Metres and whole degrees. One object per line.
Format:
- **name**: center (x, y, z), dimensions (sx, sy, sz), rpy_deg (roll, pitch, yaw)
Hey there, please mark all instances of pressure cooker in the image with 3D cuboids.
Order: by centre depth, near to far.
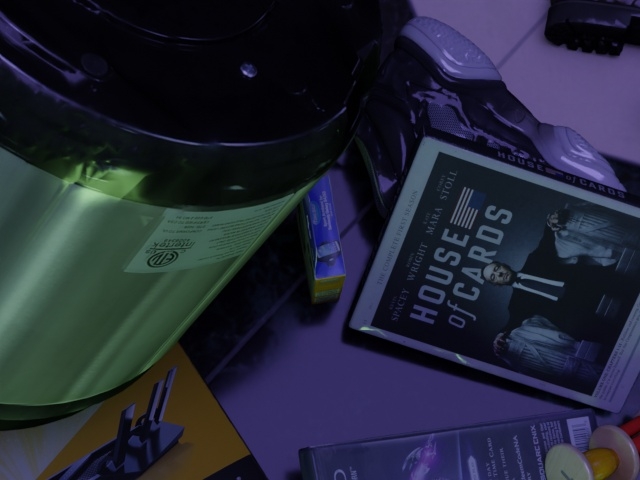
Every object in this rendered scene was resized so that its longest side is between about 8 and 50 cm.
- **pressure cooker**: center (-0.207, -0.078, 1.056), dimensions (0.369, 0.420, 0.376), rpy_deg (26, 46, -16)

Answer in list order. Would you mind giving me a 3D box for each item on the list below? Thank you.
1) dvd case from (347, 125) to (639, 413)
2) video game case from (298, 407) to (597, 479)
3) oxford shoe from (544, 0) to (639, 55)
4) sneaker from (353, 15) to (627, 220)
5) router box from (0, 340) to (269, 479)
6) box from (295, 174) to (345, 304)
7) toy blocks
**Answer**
- **dvd case**: center (0.162, 0.026, 1.267), dimensions (0.238, 0.029, 0.179), rpy_deg (18, 114, -6)
- **video game case**: center (0.120, 0.240, 1.222), dimensions (0.274, 0.026, 0.196), rpy_deg (-3, 77, -30)
- **oxford shoe**: center (0.311, -0.205, 1.359), dimensions (0.227, 0.083, 0.096), rpy_deg (10, 73, -3)
- **sneaker**: center (0.130, -0.048, 1.310), dimensions (0.268, 0.101, 0.153), rpy_deg (43, 85, 6)
- **router box**: center (-0.215, 0.193, 1.200), dimensions (0.308, 0.081, 0.243), rpy_deg (-32, 60, -10)
- **box**: center (0.000, 0.000, 1.266), dimensions (0.028, 0.136, 0.081), rpy_deg (-9, 79, -6)
- **toy blocks**: center (0.262, 0.200, 1.270), dimensions (0.148, 0.054, 0.123), rpy_deg (-15, 83, -33)
